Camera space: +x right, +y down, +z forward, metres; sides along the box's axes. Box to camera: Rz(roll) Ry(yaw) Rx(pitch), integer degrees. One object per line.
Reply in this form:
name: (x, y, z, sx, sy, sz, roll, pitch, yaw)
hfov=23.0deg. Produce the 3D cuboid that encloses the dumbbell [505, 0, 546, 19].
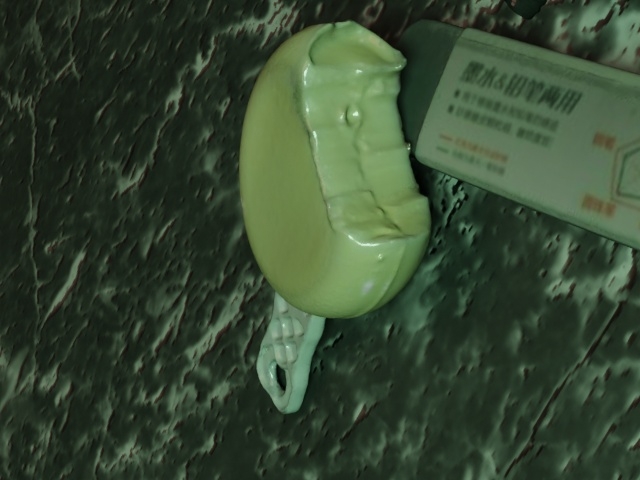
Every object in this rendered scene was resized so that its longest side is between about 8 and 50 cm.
dumbbell: (0.199, -0.249, 0.812, 0.325, 0.143, 0.143, -52, 43, 21)

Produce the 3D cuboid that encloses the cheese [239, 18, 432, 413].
cheese: (-0.010, -0.012, 0.975, 0.163, 0.071, 0.249, 67, 148, 24)

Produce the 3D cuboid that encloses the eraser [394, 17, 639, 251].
eraser: (0.154, -0.047, 0.849, 0.352, 0.061, 0.089, 27, 98, 51)
